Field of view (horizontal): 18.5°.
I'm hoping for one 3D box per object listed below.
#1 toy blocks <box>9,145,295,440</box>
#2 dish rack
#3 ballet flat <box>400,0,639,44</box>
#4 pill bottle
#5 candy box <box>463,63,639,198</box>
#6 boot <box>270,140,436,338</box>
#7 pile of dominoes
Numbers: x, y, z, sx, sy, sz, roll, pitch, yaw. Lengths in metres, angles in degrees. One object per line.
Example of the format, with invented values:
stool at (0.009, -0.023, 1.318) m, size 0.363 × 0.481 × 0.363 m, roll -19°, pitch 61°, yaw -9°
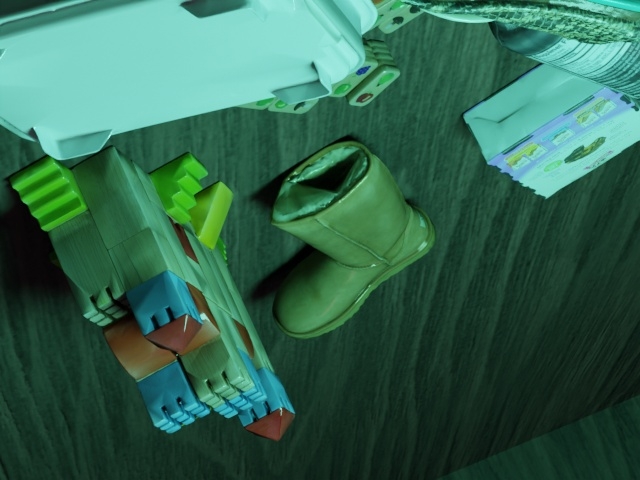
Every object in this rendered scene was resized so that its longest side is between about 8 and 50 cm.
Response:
toy blocks at (-0.150, 0.077, 1.988) m, size 0.191 × 0.261 × 0.381 m, roll -28°, pitch 158°, yaw 7°
dish rack at (-0.137, -0.147, 1.507) m, size 0.333 × 0.072 × 0.285 m, roll -13°, pitch 161°, yaw 15°
ballet flat at (0.094, -0.246, 1.622) m, size 0.483 × 0.164 × 0.182 m, roll 13°, pitch 161°, yaw -36°
pill bottle at (0.248, -0.225, 1.874) m, size 0.246 × 0.130 × 0.130 m, roll 17°, pitch 136°, yaw -32°
candy box at (0.276, -0.135, 2.232) m, size 0.165 × 0.070 × 0.196 m, roll -33°, pitch 157°, yaw 16°
boot at (0.000, 0.000, 2.227) m, size 0.236 × 0.089 × 0.269 m, roll -40°, pitch 157°, yaw 7°
pile of dominoes at (-0.019, -0.174, 1.862) m, size 0.196 × 0.040 × 0.251 m, roll -40°, pitch 155°, yaw 32°
